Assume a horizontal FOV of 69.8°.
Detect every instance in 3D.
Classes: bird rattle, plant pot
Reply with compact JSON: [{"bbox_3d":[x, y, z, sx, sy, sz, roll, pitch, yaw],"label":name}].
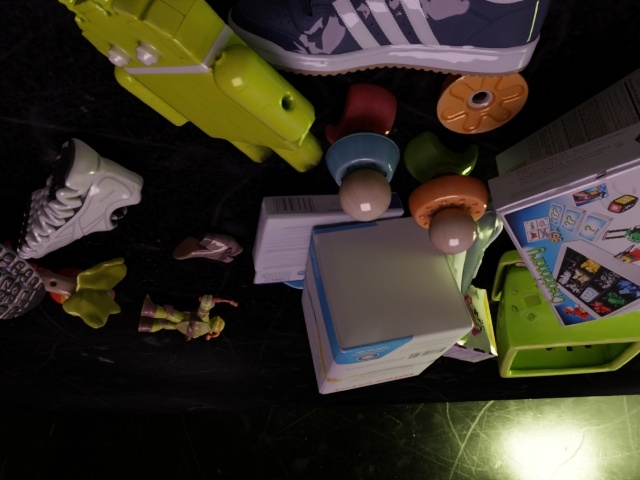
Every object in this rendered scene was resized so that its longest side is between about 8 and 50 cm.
[{"bbox_3d":[-0.523,0.096,0.923,0.253,0.143,0.207,8,166,-7],"label":"bird rattle"},{"bbox_3d":[0.454,0.134,0.891,0.228,0.207,0.227,-7,149,13],"label":"plant pot"}]

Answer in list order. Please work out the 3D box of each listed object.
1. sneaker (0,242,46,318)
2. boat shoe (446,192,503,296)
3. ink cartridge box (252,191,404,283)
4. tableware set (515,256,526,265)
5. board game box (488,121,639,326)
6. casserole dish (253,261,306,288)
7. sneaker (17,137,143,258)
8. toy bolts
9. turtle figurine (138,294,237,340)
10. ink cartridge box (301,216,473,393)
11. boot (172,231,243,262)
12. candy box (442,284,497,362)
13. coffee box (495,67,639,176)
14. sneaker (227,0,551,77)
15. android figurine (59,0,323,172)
[{"bbox_3d":[-0.599,0.002,0.740,0.130,0.147,0.330,-46,121,-2],"label":"sneaker"},{"bbox_3d":[0.250,0.022,0.793,0.099,0.116,0.319,-22,151,-1],"label":"boat shoe"},{"bbox_3d":[0.000,0.000,0.783,0.223,0.045,0.224,-4,150,-17],"label":"ink cartridge box"},{"bbox_3d":[0.343,0.001,0.606,0.154,0.024,0.104,3,143,1],"label":"tableware set"},{"bbox_3d":[0.345,0.000,0.540,0.193,0.053,0.305,-21,137,28],"label":"board game box"},{"bbox_3d":[-0.047,0.046,0.913,0.114,0.037,0.188,-19,146,30],"label":"casserole dish"},{"bbox_3d":[-0.378,-0.039,0.707,0.118,0.110,0.292,17,148,-42],"label":"sneaker"},{"bbox_3d":[0.124,-0.093,0.543,0.228,0.158,0.218,9,149,-15],"label":"toy bolts"},{"bbox_3d":[-0.334,0.206,1.142,0.217,0.087,0.269,11,149,-19],"label":"turtle figurine"},{"bbox_3d":[0.086,0.119,0.776,0.198,0.197,0.270,-8,151,-12],"label":"ink cartridge box"},{"bbox_3d":[-0.209,0.021,0.865,0.118,0.042,0.087,-22,146,34],"label":"boot"},{"bbox_3d":[0.268,0.163,0.991,0.233,0.159,0.071,18,146,-29],"label":"candy box"},{"bbox_3d":[0.398,-0.105,0.559,0.168,0.119,0.297,20,145,-30],"label":"coffee box"},{"bbox_3d":[0.059,-0.225,0.377,0.282,0.099,0.153,2,147,-1],"label":"sneaker"},{"bbox_3d":[-0.119,-0.155,0.447,0.248,0.056,0.273,20,171,42],"label":"android figurine"}]
